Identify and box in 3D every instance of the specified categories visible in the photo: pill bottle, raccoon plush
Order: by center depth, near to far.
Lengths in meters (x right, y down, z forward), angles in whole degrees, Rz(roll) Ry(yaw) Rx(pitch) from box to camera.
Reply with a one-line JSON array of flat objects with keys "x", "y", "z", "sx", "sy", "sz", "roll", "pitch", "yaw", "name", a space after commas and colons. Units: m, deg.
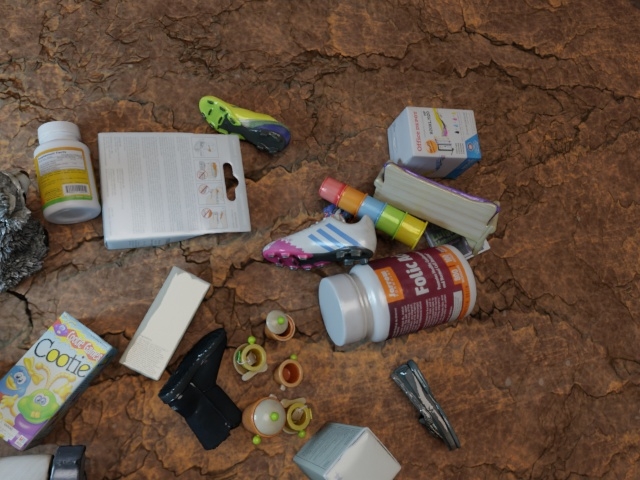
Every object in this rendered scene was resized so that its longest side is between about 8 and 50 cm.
[{"x": -0.785, "y": 0.042, "z": 1.158, "sx": 0.216, "sy": 0.299, "sz": 0.446, "roll": 16, "pitch": 72, "yaw": -10, "name": "raccoon plush"}, {"x": -0.665, "y": -0.178, "z": 1.339, "sx": 0.136, "sy": 0.136, "sz": 0.246, "roll": -12, "pitch": 78, "yaw": -18, "name": "pill bottle"}, {"x": 0.209, "y": 0.153, "z": 1.429, "sx": 0.392, "sy": 0.224, "sz": 0.224, "roll": -12, "pitch": 78, "yaw": -18, "name": "pill bottle"}]

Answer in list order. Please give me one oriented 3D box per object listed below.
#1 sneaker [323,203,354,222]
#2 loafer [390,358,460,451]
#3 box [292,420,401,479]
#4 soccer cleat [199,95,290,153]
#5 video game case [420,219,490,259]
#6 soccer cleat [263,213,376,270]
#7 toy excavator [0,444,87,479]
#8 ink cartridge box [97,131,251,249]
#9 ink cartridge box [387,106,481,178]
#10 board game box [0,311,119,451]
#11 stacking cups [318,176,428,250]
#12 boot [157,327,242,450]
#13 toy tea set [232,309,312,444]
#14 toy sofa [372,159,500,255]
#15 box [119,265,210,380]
[{"x": 0.039, "y": -0.058, "z": 1.532, "sx": 0.087, "sy": 0.083, "sz": 0.221, "roll": 29, "pitch": 63, "yaw": 9, "name": "sneaker"}, {"x": 0.294, "y": 0.472, "z": 1.445, "sx": 0.084, "sy": 0.096, "sz": 0.267, "roll": -28, "pitch": 76, "yaw": 0, "name": "loafer"}, {"x": 0.052, "y": 0.534, "z": 1.233, "sx": 0.148, "sy": 0.311, "sz": 0.121, "roll": -41, "pitch": 88, "yaw": -21, "name": "box"}, {"x": -0.225, "y": -0.356, "z": 1.547, "sx": 0.289, "sy": 0.093, "sz": 0.121, "roll": 25, "pitch": 39, "yaw": -2, "name": "soccer cleat"}, {"x": 0.431, "y": -0.017, "z": 1.644, "sx": 0.190, "sy": 0.022, "sz": 0.173, "roll": -22, "pitch": 81, "yaw": -19, "name": "video game case"}, {"x": 0.000, "y": 0.000, "z": 1.422, "sx": 0.331, "sy": 0.116, "sz": 0.143, "roll": -3, "pitch": 63, "yaw": 23, "name": "soccer cleat"}, {"x": -0.624, "y": 0.700, "z": 1.033, "sx": 0.222, "sy": 0.433, "sz": 0.445, "roll": 6, "pitch": 45, "yaw": -17, "name": "toy excavator"}, {"x": -0.408, "y": -0.146, "z": 1.435, "sx": 0.385, "sy": 0.091, "sz": 0.308, "roll": -4, "pitch": 75, "yaw": -22, "name": "ink cartridge box"}, {"x": 0.353, "y": -0.307, "z": 1.627, "sx": 0.232, "sy": 0.168, "sz": 0.171, "roll": -1, "pitch": 75, "yaw": -15, "name": "ink cartridge box"}, {"x": -0.631, "y": 0.325, "z": 1.202, "sx": 0.142, "sy": 0.144, "sz": 0.275, "roll": 38, "pitch": 68, "yaw": -2, "name": "board game box"}, {"x": 0.148, "y": -0.091, "z": 1.466, "sx": 0.316, "sy": 0.096, "sz": 0.096, "roll": 31, "pitch": 69, "yaw": 8, "name": "stacking cups"}, {"x": -0.271, "y": 0.376, "z": 1.307, "sx": 0.207, "sy": 0.094, "sz": 0.246, "roll": 55, "pitch": 42, "yaw": -20, "name": "boot"}, {"x": -0.113, "y": 0.348, "z": 1.321, "sx": 0.200, "sy": 0.124, "sz": 0.336, "roll": -2, "pitch": 74, "yaw": -34, "name": "toy tea set"}, {"x": 0.339, "y": -0.122, "z": 1.501, "sx": 0.362, "sy": 0.177, "sz": 0.150, "roll": 23, "pitch": 38, "yaw": 10, "name": "toy sofa"}, {"x": -0.396, "y": 0.214, "z": 1.322, "sx": 0.113, "sy": 0.094, "sz": 0.275, "roll": 29, "pitch": 69, "yaw": -6, "name": "box"}]
